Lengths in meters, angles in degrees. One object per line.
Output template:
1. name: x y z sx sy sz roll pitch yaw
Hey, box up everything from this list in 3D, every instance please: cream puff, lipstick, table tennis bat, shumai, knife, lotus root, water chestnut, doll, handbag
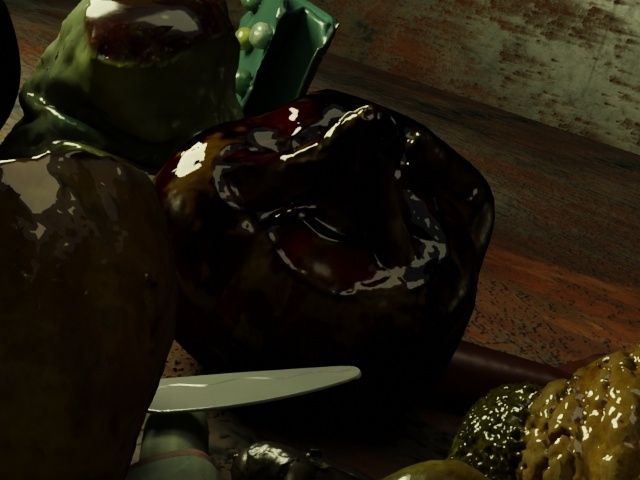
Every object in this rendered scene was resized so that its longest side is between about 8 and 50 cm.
1. cream puff: 0.159 0.152 0.664 0.169 0.183 0.183 -8 1 36
2. lipstick: -0.088 0.137 0.652 0.063 0.057 0.186 -15 13 -1
3. table tennis bat: 0.287 0.158 0.913 0.414 0.051 0.268 16 16 -5
4. shumai: -0.180 -0.143 1.130 0.309 0.264 0.304 11 19 -11
5. knife: -0.097 0.097 0.672 0.244 0.032 0.058 -3 13 12
6. lotus root: -0.155 0.074 0.571 0.199 0.188 0.180 -22 64 -7
7. water chestnut: 0.000 0.000 0.840 0.289 0.244 0.289 14 13 -3
8. doll: 0.003 0.156 0.634 0.139 0.057 0.165 23 -2 -23
9. handbag: -0.097 -0.197 1.370 0.100 0.269 0.274 19 18 -20

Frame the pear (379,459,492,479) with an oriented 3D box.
1. pear: 0.055 0.181 0.469 0.167 0.137 0.167 9 14 -2

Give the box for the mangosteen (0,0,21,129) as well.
1. mangosteen: -0.454 -0.181 1.062 0.275 0.275 0.302 0 5 -39
